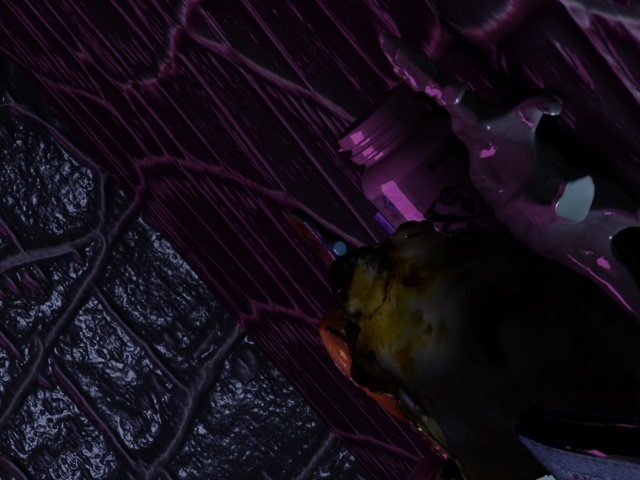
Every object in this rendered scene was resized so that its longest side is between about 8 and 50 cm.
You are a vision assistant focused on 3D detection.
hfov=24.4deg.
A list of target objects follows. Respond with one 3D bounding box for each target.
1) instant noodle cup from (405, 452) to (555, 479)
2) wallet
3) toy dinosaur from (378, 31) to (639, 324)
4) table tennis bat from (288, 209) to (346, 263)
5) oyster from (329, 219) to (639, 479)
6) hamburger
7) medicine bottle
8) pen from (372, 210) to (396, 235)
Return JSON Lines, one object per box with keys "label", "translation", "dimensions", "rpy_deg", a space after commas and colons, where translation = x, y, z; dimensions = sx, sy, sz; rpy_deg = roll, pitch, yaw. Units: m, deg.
{"label": "instant noodle cup", "translation": [0.239, 0.355, 1.879], "dimensions": [0.243, 0.243, 0.231], "rpy_deg": [46, 162, 3]}
{"label": "wallet", "translation": [0.310, 0.246, 1.105], "dimensions": [0.190, 0.046, 0.379], "rpy_deg": [-3, 141, 50]}
{"label": "toy dinosaur", "translation": [0.196, -0.013, 1.120], "dimensions": [0.393, 0.092, 0.205], "rpy_deg": [48, 169, -15]}
{"label": "table tennis bat", "translation": [0.000, 0.000, 2.024], "dimensions": [0.100, 0.019, 0.155], "rpy_deg": [52, 169, -20]}
{"label": "oyster", "translation": [0.166, 0.087, 1.203], "dimensions": [0.096, 0.361, 0.221], "rpy_deg": [-26, 73, 53]}
{"label": "hamburger", "translation": [0.086, 0.144, 1.958], "dimensions": [0.182, 0.118, 0.191], "rpy_deg": [48, 165, 8]}
{"label": "medicine bottle", "translation": [0.107, -0.042, 1.294], "dimensions": [0.191, 0.107, 0.107], "rpy_deg": [48, 168, -8]}
{"label": "pen", "translation": [0.159, 0.057, 1.622], "dimensions": [0.269, 0.033, 0.033], "rpy_deg": [46, 168, 1]}
